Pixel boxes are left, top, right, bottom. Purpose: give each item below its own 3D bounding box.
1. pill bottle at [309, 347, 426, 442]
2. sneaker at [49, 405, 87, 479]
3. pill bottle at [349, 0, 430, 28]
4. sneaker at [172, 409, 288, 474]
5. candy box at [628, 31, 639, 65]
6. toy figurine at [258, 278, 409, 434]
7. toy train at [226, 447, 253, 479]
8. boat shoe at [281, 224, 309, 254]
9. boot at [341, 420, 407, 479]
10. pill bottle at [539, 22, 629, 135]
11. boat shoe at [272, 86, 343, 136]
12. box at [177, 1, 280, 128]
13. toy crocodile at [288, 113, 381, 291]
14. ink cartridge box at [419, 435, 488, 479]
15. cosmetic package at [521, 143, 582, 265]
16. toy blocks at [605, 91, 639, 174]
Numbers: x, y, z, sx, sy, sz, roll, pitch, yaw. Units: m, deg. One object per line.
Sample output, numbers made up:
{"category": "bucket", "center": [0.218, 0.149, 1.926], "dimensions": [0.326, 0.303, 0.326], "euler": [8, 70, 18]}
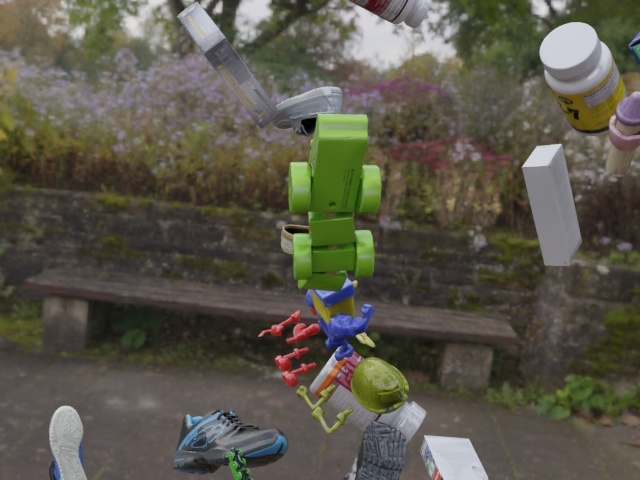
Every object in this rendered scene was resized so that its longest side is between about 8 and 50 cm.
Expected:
{"category": "pill bottle", "center": [0.098, 0.322, 1.623], "dimensions": [0.221, 0.121, 0.121], "euler": [36, 12, 6]}
{"category": "sneaker", "center": [-0.429, 0.356, 1.339], "dimensions": [0.058, 0.152, 0.084], "euler": [-10, -6, -31]}
{"category": "pill bottle", "center": [0.126, -0.460, 1.493], "dimensions": [0.152, 0.086, 0.086], "euler": [22, 2, -21]}
{"category": "sneaker", "center": [-0.212, 0.441, 1.790], "dimensions": [0.341, 0.139, 0.125], "euler": [-17, -30, 37]}
{"category": "candy box", "center": [0.449, -0.116, 0.734], "dimensions": [0.122, 0.317, 0.268], "euler": [-28, 10, 48]}
{"category": "toy figurine", "center": [0.006, 0.142, 1.440], "dimensions": [0.191, 0.217, 0.362], "euler": [-18, 31, -15]}
{"category": "toy train", "center": [-0.091, 0.286, 0.941], "dimensions": [0.017, 0.083, 0.023], "euler": [-8, -28, -40]}
{"category": "boat shoe", "center": [0.000, 0.000, 1.270], "dimensions": [0.135, 0.045, 0.050], "euler": [3, 38, 12]}
{"category": "boot", "center": [0.067, 0.513, 1.443], "dimensions": [0.118, 0.222, 0.338], "euler": [26, 33, 6]}
{"category": "pill bottle", "center": [0.477, -0.290, 1.440], "dimensions": [0.119, 0.119, 0.208], "euler": [12, -18, 39]}
{"category": "boat shoe", "center": [-0.034, -0.273, 1.765], "dimensions": [0.079, 0.081, 0.227], "euler": [3, -11, -38]}
{"category": "box", "center": [-0.190, -0.364, 1.663], "dimensions": [0.231, 0.056, 0.183], "euler": [51, 4, -47]}
{"category": "toy crocodile", "center": [0.014, -0.040, 1.067], "dimensions": [0.115, 0.340, 0.105], "euler": [-3, 49, -4]}
{"category": "ink cartridge box", "center": [0.166, 0.285, 0.969], "dimensions": [0.063, 0.029, 0.115], "euler": [7, 23, -12]}
{"category": "cosmetic package", "center": [0.484, -0.072, 1.661], "dimensions": [0.060, 0.239, 0.099], "euler": [-1, 31, 35]}
{"category": "toy blocks", "center": [0.675, -0.186, 1.300], "dimensions": [0.309, 0.260, 0.288], "euler": [-28, 57, -10]}
